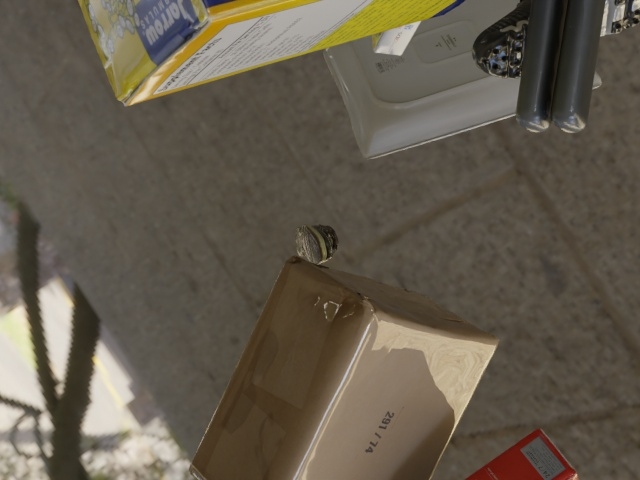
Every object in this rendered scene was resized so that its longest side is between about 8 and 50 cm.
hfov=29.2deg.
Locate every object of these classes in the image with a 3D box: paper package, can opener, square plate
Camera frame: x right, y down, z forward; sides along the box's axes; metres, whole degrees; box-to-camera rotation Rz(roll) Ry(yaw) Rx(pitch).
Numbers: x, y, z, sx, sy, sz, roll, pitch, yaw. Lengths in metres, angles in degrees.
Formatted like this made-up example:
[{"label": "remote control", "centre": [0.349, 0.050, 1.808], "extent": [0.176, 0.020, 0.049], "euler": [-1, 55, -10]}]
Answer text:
[{"label": "paper package", "centre": [0.036, 0.215, 1.595], "extent": [0.168, 0.309, 0.325], "euler": [31, 100, 40]}, {"label": "can opener", "centre": [0.232, -0.244, 1.184], "extent": [0.074, 0.093, 0.280], "euler": [5, 85, 35]}, {"label": "square plate", "centre": [0.190, -0.270, 1.803], "extent": [0.347, 0.344, 0.049], "euler": [-107, -1, -54]}]

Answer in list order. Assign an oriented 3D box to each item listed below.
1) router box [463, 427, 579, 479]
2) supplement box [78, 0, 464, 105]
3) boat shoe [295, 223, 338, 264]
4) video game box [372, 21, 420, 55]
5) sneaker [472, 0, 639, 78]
[{"label": "router box", "centre": [0.219, 0.432, 1.657], "extent": [0.082, 0.301, 0.335], "euler": [52, 174, 36]}, {"label": "supplement box", "centre": [-0.014, -0.270, 1.010], "extent": [0.194, 0.356, 0.195], "euler": [-26, 86, 59]}, {"label": "boat shoe", "centre": [0.000, 0.000, 1.683], "extent": [0.152, 0.049, 0.056], "euler": [-151, 51, -76]}, {"label": "video game box", "centre": [0.110, -0.375, 1.586], "extent": [0.187, 0.048, 0.205], "euler": [125, 147, -55]}, {"label": "sneaker", "centre": [0.245, -0.246, 1.316], "extent": [0.106, 0.234, 0.078], "euler": [49, 156, 37]}]
